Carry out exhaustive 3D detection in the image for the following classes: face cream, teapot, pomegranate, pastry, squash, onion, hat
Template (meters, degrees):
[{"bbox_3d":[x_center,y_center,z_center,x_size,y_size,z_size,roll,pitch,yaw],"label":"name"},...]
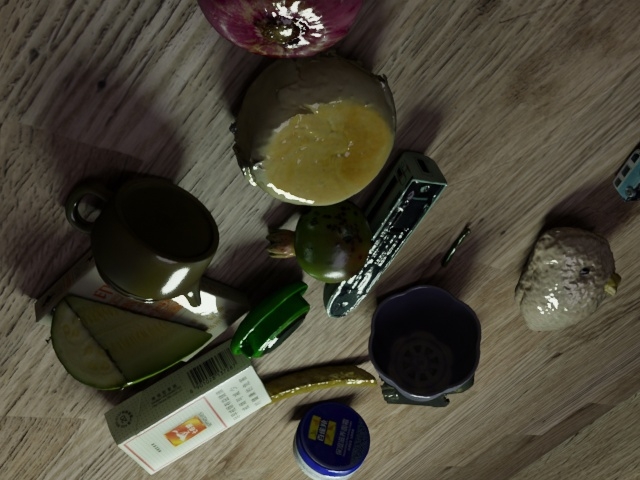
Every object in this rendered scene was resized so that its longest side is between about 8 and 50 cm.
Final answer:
[{"bbox_3d":[0.027,0.562,1.970,0.205,0.206,0.111,-6,143,-23],"label":"face cream"},{"bbox_3d":[-0.290,0.013,1.139,0.267,0.186,0.175,36,121,-8],"label":"teapot"},{"bbox_3d":[0.000,0.000,1.322,0.204,0.159,0.159,-3,146,13],"label":"pomegranate"},{"bbox_3d":[-0.008,-0.171,1.100,0.264,0.133,0.265,-15,142,-12],"label":"pastry"},{"bbox_3d":[-0.359,0.176,1.335,0.111,0.203,0.288,-41,176,22],"label":"squash"},{"bbox_3d":[-0.051,-0.310,0.878,0.207,0.201,0.201,-22,146,-24],"label":"onion"},{"bbox_3d":[-0.408,0.362,1.616,0.058,0.042,0.087,-48,144,17],"label":"hat"}]

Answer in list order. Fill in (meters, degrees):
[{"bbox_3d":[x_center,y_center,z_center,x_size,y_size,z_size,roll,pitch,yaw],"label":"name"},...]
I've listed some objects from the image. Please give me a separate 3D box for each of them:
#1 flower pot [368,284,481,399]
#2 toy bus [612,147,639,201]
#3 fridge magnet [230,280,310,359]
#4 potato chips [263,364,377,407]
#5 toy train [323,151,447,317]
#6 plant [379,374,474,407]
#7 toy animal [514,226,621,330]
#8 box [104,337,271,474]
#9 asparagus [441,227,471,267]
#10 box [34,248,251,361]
[{"bbox_3d":[0.252,0.270,1.715,0.265,0.265,0.243,-23,155,-2],"label":"flower pot"},{"bbox_3d":[0.708,-0.152,1.575,0.060,0.075,0.123,-6,139,-24],"label":"toy bus"},{"bbox_3d":[-0.099,0.165,1.463,0.208,0.088,0.208,-43,170,-10],"label":"fridge magnet"},{"bbox_3d":[-0.043,0.373,1.808,0.406,0.080,0.057,-9,158,-22],"label":"potato chips"},{"bbox_3d":[0.102,0.001,1.414,0.086,0.088,0.407,5,135,-31],"label":"toy train"},{"bbox_3d":[0.287,0.364,1.915,0.255,0.165,0.142,-16,144,7],"label":"plant"},{"bbox_3d":[0.602,0.107,1.744,0.226,0.188,0.358,-7,141,-13],"label":"toy animal"},{"bbox_3d":[-0.292,0.379,1.615,0.330,0.095,0.210,-31,145,-10],"label":"box"},{"bbox_3d":[0.306,0.016,1.607,0.015,0.018,0.127,-39,162,-46],"label":"asparagus"},{"bbox_3d":[-0.327,0.126,1.358,0.204,0.051,0.365,-39,141,20],"label":"box"}]
